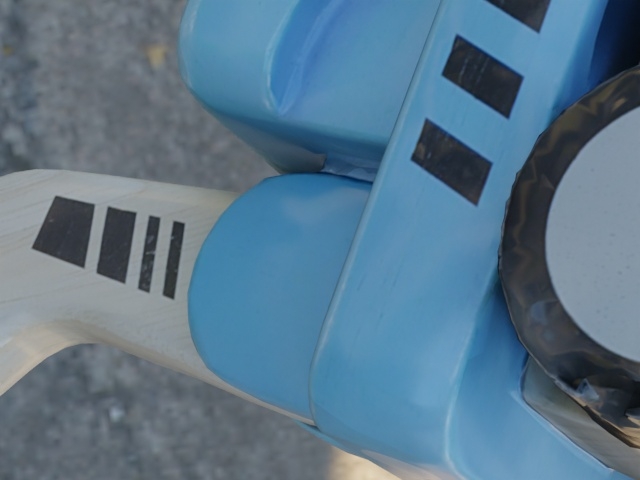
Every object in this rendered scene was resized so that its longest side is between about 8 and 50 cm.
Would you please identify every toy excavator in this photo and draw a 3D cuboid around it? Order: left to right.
[{"bbox_3d":[0.000,0.000,0.684,0.222,0.445,0.433,36,72,-57],"label":"toy excavator"}]
